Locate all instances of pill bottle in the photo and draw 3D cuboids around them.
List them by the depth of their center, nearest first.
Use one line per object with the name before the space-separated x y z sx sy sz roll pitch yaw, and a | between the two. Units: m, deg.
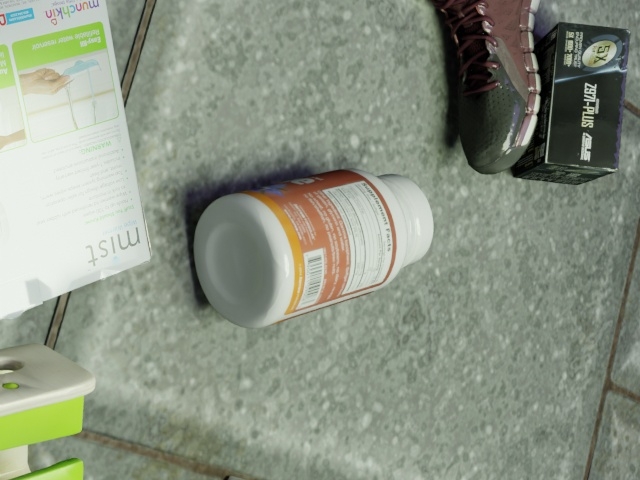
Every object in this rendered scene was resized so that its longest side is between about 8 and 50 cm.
pill bottle | 0.000 0.000 1.310 0.216 0.121 0.121 -15 103 -44

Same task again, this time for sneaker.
sneaker | 0.143 -0.216 1.468 0.163 0.106 0.281 19 69 -38

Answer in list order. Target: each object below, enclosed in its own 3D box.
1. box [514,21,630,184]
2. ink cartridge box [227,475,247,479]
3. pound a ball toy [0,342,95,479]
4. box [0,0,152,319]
box | 0.265 -0.141 1.524 0.078 0.180 0.147 6 87 -2
ink cartridge box | -0.002 0.293 1.275 0.139 0.191 0.082 50 60 -34
pound a ball toy | -0.323 0.200 1.000 0.319 0.136 0.208 -11 112 -42
box | -0.270 -0.059 1.016 0.262 0.127 0.231 -24 113 -39
